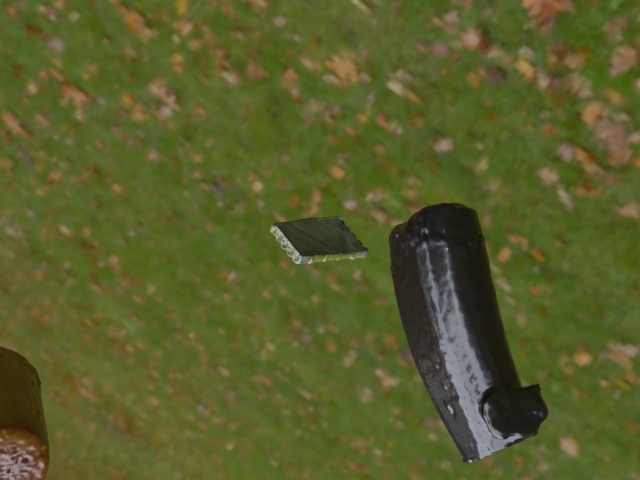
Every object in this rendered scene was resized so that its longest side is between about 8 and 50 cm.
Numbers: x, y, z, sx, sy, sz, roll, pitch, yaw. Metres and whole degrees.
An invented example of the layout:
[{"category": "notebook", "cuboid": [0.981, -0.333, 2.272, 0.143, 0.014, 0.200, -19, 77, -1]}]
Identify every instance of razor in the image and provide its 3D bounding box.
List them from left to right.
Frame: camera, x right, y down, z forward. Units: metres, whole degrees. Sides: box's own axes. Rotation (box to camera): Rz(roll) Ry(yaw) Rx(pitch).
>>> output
[{"category": "razor", "cuboid": [0.179, 0.118, 1.808, 0.189, 0.107, 0.327, 135, 119, -68]}]

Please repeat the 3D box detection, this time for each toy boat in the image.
[{"category": "toy boat", "cuboid": [0.000, 0.000, 1.589, 0.063, 0.115, 0.016, 51, 126, 29]}]

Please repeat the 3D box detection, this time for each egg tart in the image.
[{"category": "egg tart", "cuboid": [-0.447, 0.250, 1.798, 0.171, 0.215, 0.215, 52, 177, 46]}]
